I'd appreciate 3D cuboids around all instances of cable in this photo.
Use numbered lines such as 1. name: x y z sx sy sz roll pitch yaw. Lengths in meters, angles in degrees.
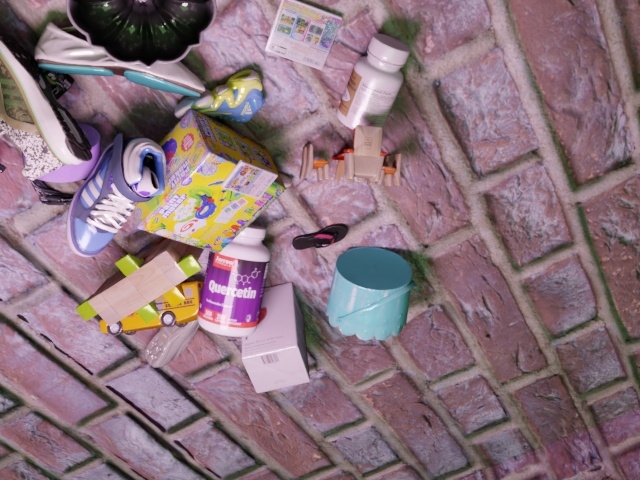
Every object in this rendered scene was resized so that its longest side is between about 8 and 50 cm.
1. cable: -0.705 -0.166 1.722 0.185 0.047 0.150 0 122 -5

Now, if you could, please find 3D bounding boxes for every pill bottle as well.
1. pill bottle: -0.252 0.111 1.844 0.182 0.181 0.322 9 96 -14
2. pill bottle: 0.138 -0.401 1.592 0.131 0.131 0.229 13 124 -16

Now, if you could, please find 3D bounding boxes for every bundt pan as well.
1. bundt pan: -0.393 -0.550 1.373 0.331 0.124 0.330 -3 105 -12

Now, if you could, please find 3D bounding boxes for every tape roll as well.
1. tape roll: -0.659 -0.229 1.583 0.189 0.189 0.080 4 125 -10

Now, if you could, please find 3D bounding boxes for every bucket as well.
1. bucket: 0.157 0.158 1.939 0.282 0.281 0.183 1 122 -8

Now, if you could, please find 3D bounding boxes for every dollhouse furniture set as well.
1. dollhouse furniture set: 0.094 -0.224 1.664 0.262 0.259 0.135 4 93 -12

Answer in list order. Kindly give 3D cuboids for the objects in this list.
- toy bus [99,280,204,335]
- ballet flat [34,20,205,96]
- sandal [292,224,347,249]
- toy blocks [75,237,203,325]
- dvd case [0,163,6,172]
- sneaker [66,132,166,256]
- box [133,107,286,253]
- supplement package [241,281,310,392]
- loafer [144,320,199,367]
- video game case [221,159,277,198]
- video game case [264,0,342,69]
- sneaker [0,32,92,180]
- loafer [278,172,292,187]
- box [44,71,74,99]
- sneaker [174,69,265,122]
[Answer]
1. toy bus: -0.520 0.217 1.948 0.333 0.130 0.108 -10 170 10
2. ballet flat: -0.472 -0.445 1.492 0.401 0.139 0.139 8 125 -12
3. sandal: 0.000 0.000 1.933 0.179 0.040 0.067 -16 127 5
4. toy blocks: -0.492 0.086 1.809 0.382 0.261 0.190 -31 108 15
5. dvd case: -0.912 -0.257 1.550 0.253 0.180 0.022 41 78 -30
6. sneaker: -0.485 -0.103 1.501 0.130 0.236 0.322 29 77 -41
7. box: -0.304 -0.145 1.645 0.290 0.177 0.279 -41 144 21
8. supplement package: -0.146 0.305 1.985 0.178 0.292 0.175 -14 128 3
9. loafer: -0.467 0.293 2.067 0.319 0.112 0.111 -50 157 19
10. video game case: -0.177 -0.151 1.556 0.122 0.011 0.087 16 124 -46
11. video game case: -0.043 -0.518 1.552 0.157 0.019 0.143 15 123 -16
12. sneaker: -0.714 -0.316 1.429 0.182 0.158 0.410 -33 87 0
13. loafer: -0.145 -0.174 1.788 0.125 0.045 0.039 12 141 -8
14. box: -0.670 -0.387 1.549 0.083 0.052 0.062 -34 122 18
15. sneaker: -0.251 -0.342 1.613 0.240 0.091 0.126 -22 127 8
